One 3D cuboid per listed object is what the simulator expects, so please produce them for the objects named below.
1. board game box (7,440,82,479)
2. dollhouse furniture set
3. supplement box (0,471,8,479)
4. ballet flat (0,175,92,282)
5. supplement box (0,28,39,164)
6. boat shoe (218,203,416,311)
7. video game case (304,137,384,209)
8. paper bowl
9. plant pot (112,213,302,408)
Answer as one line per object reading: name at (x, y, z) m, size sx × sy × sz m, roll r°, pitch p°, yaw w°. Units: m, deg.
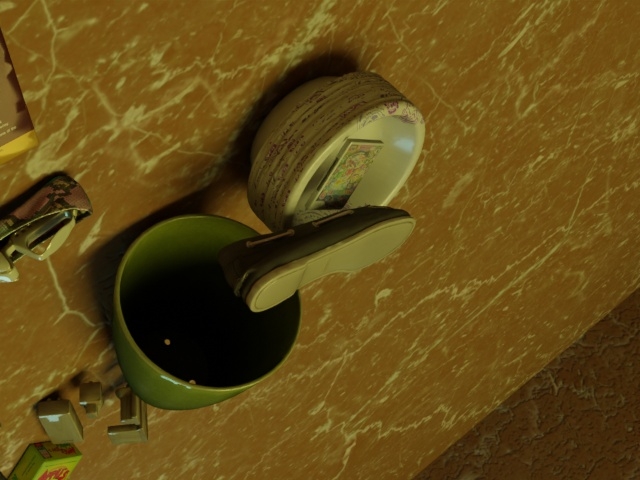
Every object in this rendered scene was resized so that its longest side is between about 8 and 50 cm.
board game box at (-0.480, 0.412, 2.230) m, size 0.181 × 0.043 × 0.092 m, roll -54°, pitch 153°, yaw 20°
dollhouse furniture set at (-0.366, 0.249, 2.176) m, size 0.151 × 0.123 × 0.144 m, roll -5°, pitch 149°, yaw -1°
supplement box at (-0.560, 0.428, 2.061) m, size 0.188 × 0.104 × 0.081 m, roll -41°, pitch 156°, yaw -7°
ballet flat at (-0.385, 0.004, 1.704) m, size 0.221 × 0.079 × 0.077 m, roll -37°, pitch 155°, yaw -15°
supplement box at (-0.408, -0.152, 1.306) m, size 0.191 × 0.129 × 0.194 m, roll -33°, pitch 135°, yaw -24°
boat shoe at (0.000, 0.000, 1.940) m, size 0.335 × 0.095 × 0.112 m, roll -22°, pitch 152°, yaw -39°
video game case at (0.035, -0.094, 1.928) m, size 0.087 × 0.011 × 0.122 m, roll -4°, pitch 133°, yaw -55°
paper bowl at (0.009, -0.131, 2.016) m, size 0.284 × 0.148 × 0.284 m, roll -34°, pitch 153°, yaw -20°
plant pot at (-0.203, 0.145, 2.034) m, size 0.275 × 0.275 × 0.293 m, roll -29°, pitch 168°, yaw -30°
